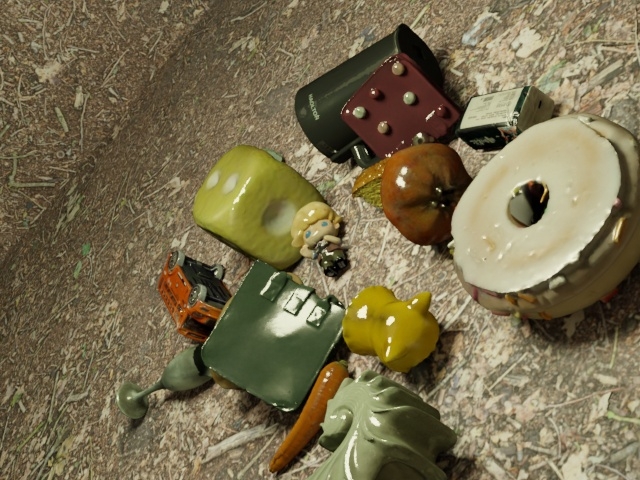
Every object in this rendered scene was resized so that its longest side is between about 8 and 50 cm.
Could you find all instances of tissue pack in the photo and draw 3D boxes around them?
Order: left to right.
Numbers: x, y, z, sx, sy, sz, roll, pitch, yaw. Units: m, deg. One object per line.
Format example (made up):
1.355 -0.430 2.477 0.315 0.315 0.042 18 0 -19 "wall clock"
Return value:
0.361 -0.239 1.808 0.170 0.090 0.103 -1 60 56 "tissue pack"

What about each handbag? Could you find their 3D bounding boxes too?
-0.089 0.196 1.901 0.247 0.079 0.260 30 83 16 "handbag"
0.174 -0.271 1.991 0.203 0.216 0.074 -45 -5 27 "handbag"

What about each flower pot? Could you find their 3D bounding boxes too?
0.056 0.411 1.551 0.367 0.164 0.254 -57 25 -3 "flower pot"

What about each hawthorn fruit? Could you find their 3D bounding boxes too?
0.200 -0.095 1.820 0.199 0.199 0.251 -56 15 0 "hawthorn fruit"

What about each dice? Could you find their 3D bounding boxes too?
-0.150 -0.076 2.225 0.227 0.238 0.233 -59 30 -7 "dice"

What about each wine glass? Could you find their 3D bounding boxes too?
-0.434 0.292 2.254 0.309 0.264 0.096 -31 23 35 "wine glass"

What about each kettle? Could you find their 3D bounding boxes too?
0.114 -0.320 2.131 0.308 0.203 0.262 -29 38 33 "kettle"

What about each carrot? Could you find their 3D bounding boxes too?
-0.021 0.355 1.819 0.066 0.062 0.271 30 90 26 "carrot"

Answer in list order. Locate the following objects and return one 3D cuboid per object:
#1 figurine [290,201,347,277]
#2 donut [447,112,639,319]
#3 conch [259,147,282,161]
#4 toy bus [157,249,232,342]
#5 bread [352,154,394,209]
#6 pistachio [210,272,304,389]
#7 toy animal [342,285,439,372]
0.000 0.000 2.082 0.114 0.108 0.196 -46 38 23 "figurine"
0.385 -0.032 1.527 0.382 0.142 0.382 -36 35 30 "donut"
-0.166 -0.201 2.508 0.135 0.102 0.153 -45 28 -11 "conch"
-0.309 0.150 2.337 0.153 0.143 0.329 -62 31 10 "toy bus"
0.159 -0.128 1.974 0.187 0.103 0.065 -30 39 39 "bread"
-0.138 0.196 2.031 0.181 0.162 0.293 30 84 29 "pistachio"
0.123 0.158 1.722 0.230 0.156 0.156 7 67 60 "toy animal"
